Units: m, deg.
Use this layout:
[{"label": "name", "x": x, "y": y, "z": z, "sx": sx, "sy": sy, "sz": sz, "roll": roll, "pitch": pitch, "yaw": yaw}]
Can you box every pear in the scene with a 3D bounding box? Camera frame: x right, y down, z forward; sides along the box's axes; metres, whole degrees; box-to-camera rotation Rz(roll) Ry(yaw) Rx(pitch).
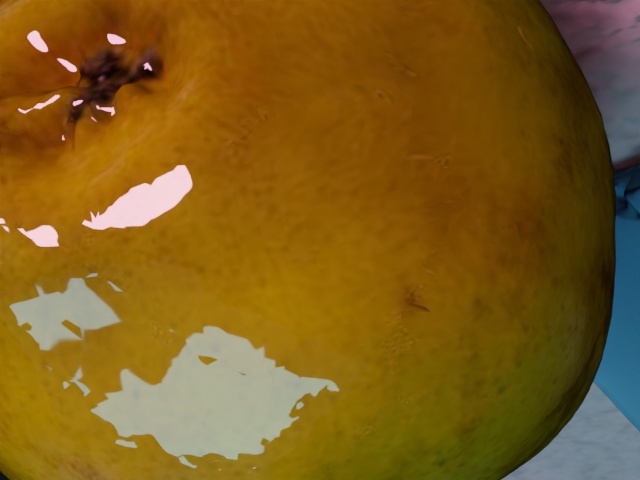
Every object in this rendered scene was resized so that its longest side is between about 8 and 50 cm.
[{"label": "pear", "x": 0.000, "y": 0.000, "z": 0.833, "sx": 0.287, "sy": 0.287, "sz": 0.375, "roll": -9, "pitch": 155, "yaw": 37}]

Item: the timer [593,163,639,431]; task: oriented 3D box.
[{"label": "timer", "x": 0.245, "y": 0.034, "z": 1.010, "sx": 0.250, "sy": 0.091, "sz": 0.232, "roll": 44, "pitch": 143, "yaw": -22}]

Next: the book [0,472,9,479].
[{"label": "book", "x": -0.222, "y": 0.212, "z": 1.567, "sx": 0.191, "sy": 0.025, "sz": 0.269, "roll": 28, "pitch": 149, "yaw": -21}]
